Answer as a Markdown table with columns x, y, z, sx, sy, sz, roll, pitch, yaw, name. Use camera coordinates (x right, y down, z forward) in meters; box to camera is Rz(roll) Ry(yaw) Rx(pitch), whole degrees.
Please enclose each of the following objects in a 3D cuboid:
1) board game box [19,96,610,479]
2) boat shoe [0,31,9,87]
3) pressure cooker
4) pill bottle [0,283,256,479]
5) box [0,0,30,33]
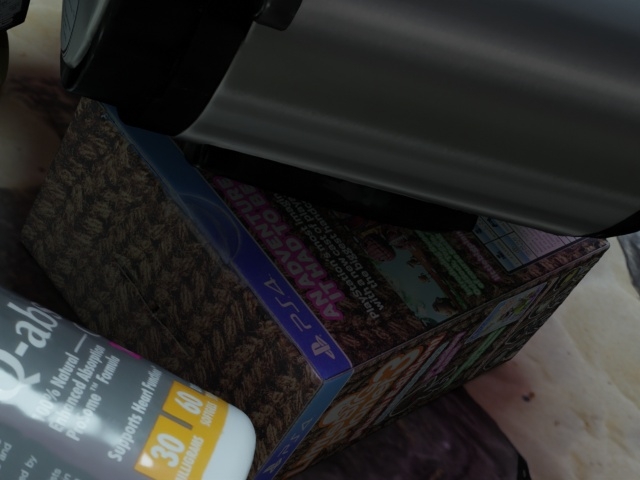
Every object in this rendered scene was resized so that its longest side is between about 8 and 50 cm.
| x | y | z | sx | sy | sz | roll | pitch | yaw | name |
| --- | --- | --- | --- | --- | --- | --- | --- | --- | --- |
| 0.000 | 0.000 | 1.010 | 0.291 | 0.141 | 0.232 | -21 | 63 | -43 | board game box |
| -0.261 | -0.155 | 1.075 | 0.056 | 0.048 | 0.153 | -11 | 63 | -40 | boat shoe |
| 0.026 | -0.215 | 0.832 | 0.420 | 0.370 | 0.376 | 14 | 73 | -17 | pressure cooker |
| -0.186 | 0.100 | 0.780 | 0.278 | 0.162 | 0.162 | 28 | 41 | -6 | pill bottle |
| -0.331 | -0.172 | 0.992 | 0.231 | 0.056 | 0.183 | -33 | 72 | -33 | box |
